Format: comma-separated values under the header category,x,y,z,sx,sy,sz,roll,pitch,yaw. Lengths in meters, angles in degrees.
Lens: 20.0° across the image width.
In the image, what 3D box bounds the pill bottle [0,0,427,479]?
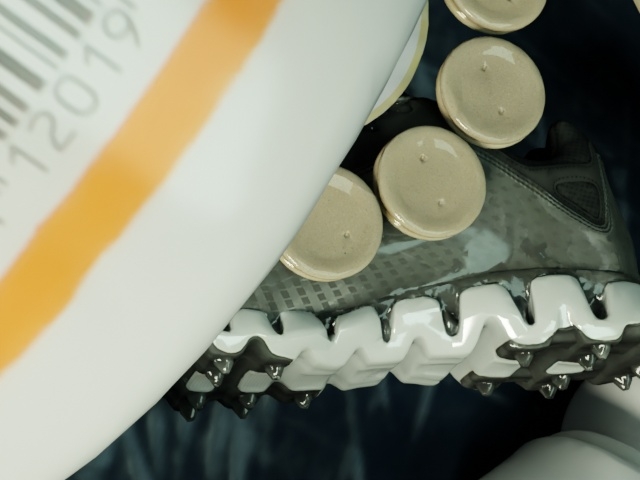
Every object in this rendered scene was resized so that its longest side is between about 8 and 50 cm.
category,x,y,z,sx,sy,sz,roll,pitch,yaw
pill bottle,-0.183,-0.127,0.353,0.392,0.224,0.224,37,79,-23

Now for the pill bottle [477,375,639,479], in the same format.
category,x,y,z,sx,sy,sz,roll,pitch,yaw
pill bottle,0.196,0.085,0.689,0.283,0.161,0.161,-29,114,-25

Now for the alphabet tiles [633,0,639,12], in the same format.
category,x,y,z,sx,sy,sz,roll,pitch,yaw
alphabet tiles,0.258,-0.088,0.687,0.343,0.011,0.285,-10,67,-31

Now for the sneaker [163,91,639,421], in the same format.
category,x,y,z,sx,sy,sz,roll,pitch,yaw
sneaker,0.000,0.000,0.602,0.234,0.078,0.106,-1,70,-16

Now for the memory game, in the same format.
category,x,y,z,sx,sy,sz,roll,pitch,yaw
memory game,-0.012,-0.076,0.567,0.186,0.012,0.186,5,75,-19
